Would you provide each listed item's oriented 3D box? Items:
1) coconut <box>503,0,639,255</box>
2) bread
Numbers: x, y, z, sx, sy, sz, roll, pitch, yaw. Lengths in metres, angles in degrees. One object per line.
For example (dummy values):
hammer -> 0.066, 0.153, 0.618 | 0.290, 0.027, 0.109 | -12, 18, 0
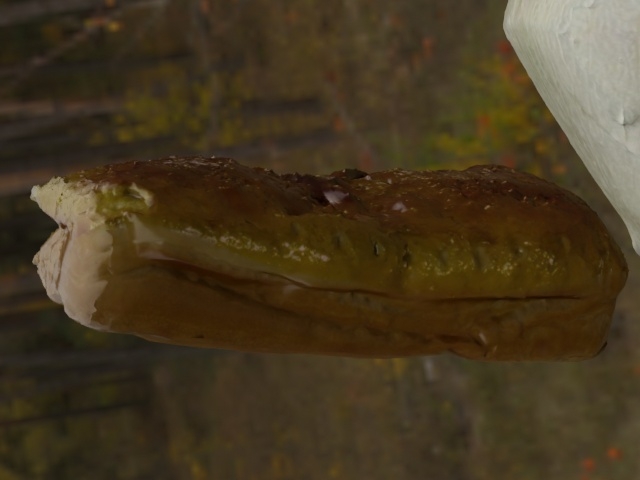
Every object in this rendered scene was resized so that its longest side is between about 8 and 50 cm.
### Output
coconut -> 0.200, -0.097, 0.798 | 0.245, 0.245, 0.247 | -138, 64, -78
bread -> 0.000, 0.000, 1.239 | 0.185, 0.380, 0.109 | 39, 121, 58
